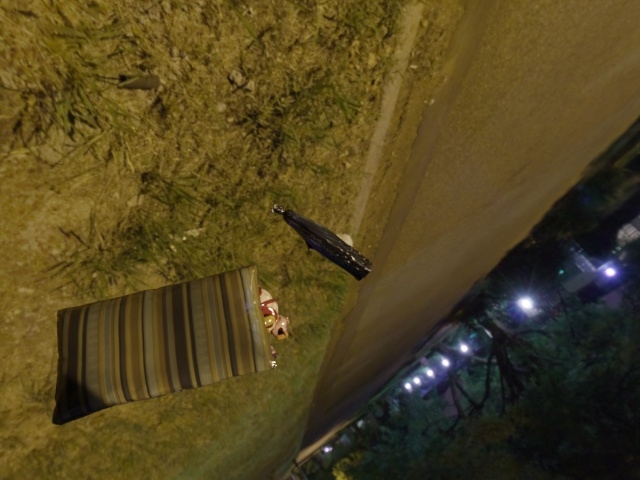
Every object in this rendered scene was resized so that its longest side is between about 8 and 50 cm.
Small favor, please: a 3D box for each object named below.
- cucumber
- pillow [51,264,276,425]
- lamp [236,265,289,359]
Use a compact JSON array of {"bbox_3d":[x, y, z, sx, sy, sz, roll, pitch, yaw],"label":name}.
[{"bbox_3d":[0.000,0.000,0.565,0.039,0.163,0.043,-54,-173,14],"label":"cucumber"},{"bbox_3d":[-0.152,0.096,0.395,0.204,0.113,0.038,-12,157,-6],"label":"pillow"},{"bbox_3d":[-0.142,0.181,0.939,0.118,0.253,0.118,-31,-163,11],"label":"lamp"}]
